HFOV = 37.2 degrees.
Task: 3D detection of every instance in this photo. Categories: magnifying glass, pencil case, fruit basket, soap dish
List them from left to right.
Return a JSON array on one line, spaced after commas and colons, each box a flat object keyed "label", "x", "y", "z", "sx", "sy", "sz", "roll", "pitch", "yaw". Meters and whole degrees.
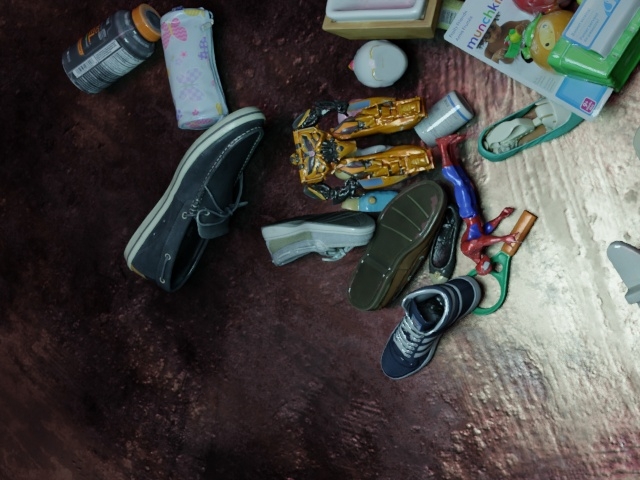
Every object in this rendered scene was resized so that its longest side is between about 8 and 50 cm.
[{"label": "pencil case", "x": -0.285, "y": -0.388, "z": 2.162, "sx": 0.124, "sy": 0.113, "sz": 0.273, "roll": -10, "pitch": 85, "yaw": 3}, {"label": "soap dish", "x": 0.148, "y": -0.530, "z": 1.890, "sx": 0.228, "sy": 0.118, "sz": 0.291, "roll": 5, "pitch": 69, "yaw": 27}, {"label": "magnifying glass", "x": 0.356, "y": 0.045, "z": 1.885, "sx": 0.092, "sy": 0.026, "sz": 0.231, "roll": 35, "pitch": 107, "yaw": 23}, {"label": "fruit basket", "x": 0.441, "y": -0.440, "z": 1.748, "sx": 0.353, "sy": 0.165, "sz": 0.327, "roll": 36, "pitch": 102, "yaw": 22}]

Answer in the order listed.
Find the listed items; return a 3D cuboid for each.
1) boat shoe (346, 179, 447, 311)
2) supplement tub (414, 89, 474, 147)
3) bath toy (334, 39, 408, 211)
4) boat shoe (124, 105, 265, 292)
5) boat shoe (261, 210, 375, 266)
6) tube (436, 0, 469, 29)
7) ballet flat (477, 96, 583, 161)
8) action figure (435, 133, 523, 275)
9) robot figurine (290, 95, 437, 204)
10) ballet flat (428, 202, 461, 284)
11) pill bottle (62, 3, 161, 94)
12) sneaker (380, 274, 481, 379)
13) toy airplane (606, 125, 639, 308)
[{"label": "boat shoe", "x": 0.165, "y": 0.009, "z": 1.940, "sx": 0.111, "sy": 0.104, "sz": 0.307, "roll": 45, "pitch": 111, "yaw": 29}, {"label": "supplement tub", "x": 0.247, "y": -0.244, "z": 1.911, "sx": 0.107, "sy": 0.071, "sz": 0.071, "roll": -38, "pitch": 74, "yaw": 23}, {"label": "bath toy", "x": 0.100, "y": -0.236, "z": 1.964, "sx": 0.151, "sy": 0.129, "sz": 0.348, "roll": 2, "pitch": 94, "yaw": -17}, {"label": "boat shoe", "x": -0.255, "y": -0.084, "z": 2.115, "sx": 0.156, "sy": 0.187, "sz": 0.500, "roll": 44, "pitch": 114, "yaw": 15}, {"label": "boat shoe", "x": -0.003, "y": 0.001, "z": 1.991, "sx": 0.320, "sy": 0.118, "sz": 0.103, "roll": -4, "pitch": 101, "yaw": 47}, {"label": "tube", "x": 0.206, "y": -0.480, "z": 1.943, "sx": 0.240, "sy": 0.070, "sz": 0.062, "roll": 23, "pitch": 140, "yaw": 28}, {"label": "ballet flat", "x": 0.408, "y": -0.224, "z": 1.819, "sx": 0.247, "sy": 0.087, "sz": 0.083, "roll": -30, "pitch": 77, "yaw": 24}, {"label": "action figure", "x": 0.320, "y": -0.074, "z": 1.849, "sx": 0.139, "sy": 0.091, "sz": 0.280, "roll": -11, "pitch": 90, "yaw": 26}, {"label": "robot figurine", "x": 0.072, "y": -0.186, "z": 1.866, "sx": 0.291, "sy": 0.085, "sz": 0.211, "roll": -10, "pitch": 90, "yaw": 18}, {"label": "ballet flat", "x": 0.246, "y": 0.008, "z": 1.924, "sx": 0.057, "sy": 0.049, "sz": 0.173, "roll": 12, "pitch": 96, "yaw": 27}, {"label": "pill bottle", "x": -0.483, "y": -0.459, "z": 2.253, "sx": 0.245, "sy": 0.130, "sz": 0.130, "roll": -29, "pitch": 77, "yaw": 24}, {"label": "sneaker", "x": 0.187, "y": 0.180, "z": 1.888, "sx": 0.099, "sy": 0.153, "sz": 0.282, "roll": 49, "pitch": 117, "yaw": 19}, {"label": "toy airplane", "x": 0.691, "y": 0.007, "z": 1.608, "sx": 0.384, "sy": 0.272, "sz": 0.386, "roll": 28, "pitch": 140, "yaw": 35}]
